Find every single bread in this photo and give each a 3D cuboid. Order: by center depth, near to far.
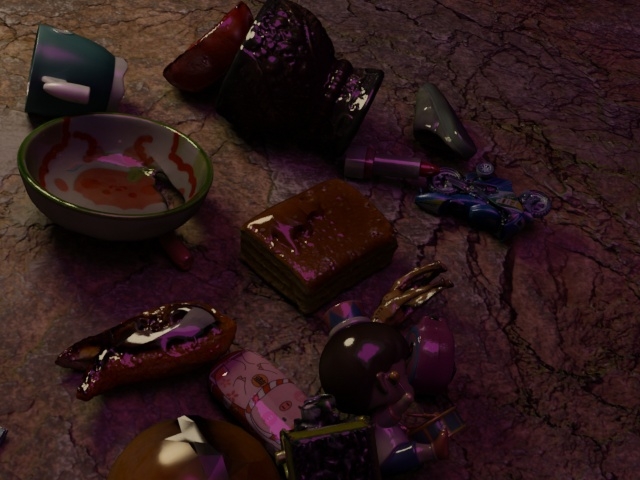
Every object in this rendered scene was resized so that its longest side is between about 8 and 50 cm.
[{"bbox_3d":[-0.258,0.167,1.405,0.269,0.095,0.139,-23,33,-17],"label":"bread"},{"bbox_3d":[0.000,0.000,1.617,0.234,0.110,0.184,-30,62,-36],"label":"bread"}]

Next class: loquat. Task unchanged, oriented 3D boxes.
[{"bbox_3d":[-0.164,0.336,1.172,0.235,0.235,0.235,8,46,-8],"label":"loquat"}]

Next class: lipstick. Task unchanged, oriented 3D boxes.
[{"bbox_3d":[0.143,-0.144,1.813,0.186,0.057,0.063,8,47,6],"label":"lipstick"}]

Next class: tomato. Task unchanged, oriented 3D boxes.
[{"bbox_3d":[-0.208,-0.380,1.875,0.101,0.228,0.228,46,45,-12],"label":"tomato"}]

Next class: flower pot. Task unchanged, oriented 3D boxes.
[{"bbox_3d":[-0.033,-0.304,1.808,0.267,0.266,0.266,28,46,-3],"label":"flower pot"}]

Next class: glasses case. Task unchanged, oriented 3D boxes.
[{"bbox_3d":[-0.059,0.268,1.376,0.266,0.067,0.103,40,53,22],"label":"glasses case"}]

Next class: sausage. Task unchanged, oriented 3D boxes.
[{"bbox_3d":[-0.249,0.016,1.587,0.034,0.034,0.083,-25,57,-33],"label":"sausage"}]

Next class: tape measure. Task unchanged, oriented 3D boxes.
[{"bbox_3d":[0.174,0.185,1.487,0.074,0.118,0.125,6,50,-7],"label":"tape measure"}]

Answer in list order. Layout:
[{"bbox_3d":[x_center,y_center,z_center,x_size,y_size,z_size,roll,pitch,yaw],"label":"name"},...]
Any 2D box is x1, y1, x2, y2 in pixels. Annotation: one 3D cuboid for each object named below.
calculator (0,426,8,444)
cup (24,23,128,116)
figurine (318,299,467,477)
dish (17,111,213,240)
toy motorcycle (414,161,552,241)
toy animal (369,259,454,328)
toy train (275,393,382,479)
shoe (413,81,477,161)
[{"bbox_3d":[-0.528,0.260,1.291,0.172,0.018,0.057,18,44,3],"label":"calculator"},{"bbox_3d":[-0.460,-0.310,1.753,0.173,0.167,0.300,9,20,-19],"label":"cup"},{"bbox_3d":[0.090,0.214,1.373,0.158,0.161,0.275,-26,80,-26],"label":"figurine"},{"bbox_3d":[-0.353,-0.088,1.595,0.324,0.124,0.324,10,36,-7],"label":"dish"},{"bbox_3d":[0.314,-0.071,1.789,0.254,0.092,0.135,16,54,12],"label":"toy motorcycle"},{"bbox_3d":[0.118,0.128,1.541,0.275,0.149,0.054,-39,106,-12],"label":"toy animal"},{"bbox_3d":[0.020,0.336,1.213,0.134,0.177,0.261,-8,86,-11],"label":"toy train"},{"bbox_3d":[0.243,-0.236,1.930,0.100,0.103,0.251,-35,37,11],"label":"shoe"}]
